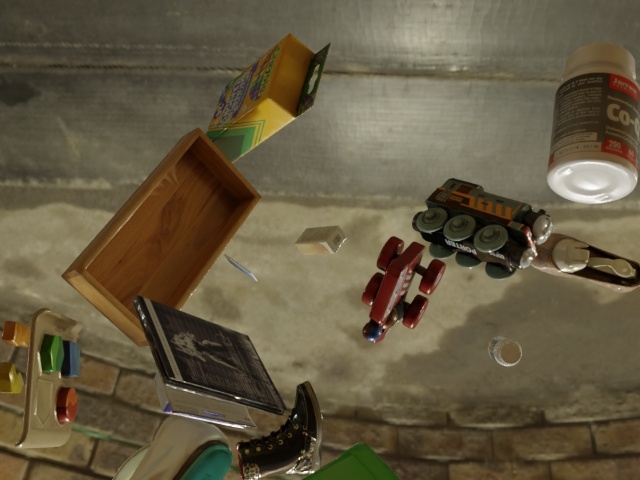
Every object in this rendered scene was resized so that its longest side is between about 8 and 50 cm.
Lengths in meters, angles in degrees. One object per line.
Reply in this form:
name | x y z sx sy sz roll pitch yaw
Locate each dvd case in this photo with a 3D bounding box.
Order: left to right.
dvd case | -0.156 0.166 1.084 0.018 0.164 0.221 -48 135 13

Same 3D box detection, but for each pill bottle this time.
pill bottle | 0.445 0.266 1.833 0.067 0.067 0.120 5 177 3
pill bottle | 0.529 -0.229 1.469 0.161 0.283 0.161 11 155 5

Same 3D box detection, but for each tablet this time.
tablet | -0.178 0.061 1.712 0.083 0.006 0.054 32 167 23

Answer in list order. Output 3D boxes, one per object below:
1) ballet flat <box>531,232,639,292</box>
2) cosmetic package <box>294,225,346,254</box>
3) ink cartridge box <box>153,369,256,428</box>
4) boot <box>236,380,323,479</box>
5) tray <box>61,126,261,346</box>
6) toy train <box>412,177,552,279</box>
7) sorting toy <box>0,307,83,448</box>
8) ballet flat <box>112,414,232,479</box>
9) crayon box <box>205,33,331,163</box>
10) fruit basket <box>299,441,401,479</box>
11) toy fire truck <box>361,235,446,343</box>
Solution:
ballet flat | 0.648 0.047 1.852 0.316 0.108 0.106 14 172 -9
cosmetic package | 0.000 0.000 1.829 0.115 0.060 0.041 -2 131 49
ink cartridge box | -0.288 0.403 1.885 0.223 0.224 0.045 18 101 -24
boot | -0.089 0.420 1.638 0.178 0.085 0.236 -8 117 -15
tray | -0.298 -0.014 1.509 0.076 0.411 0.203 -18 122 47
toy train | 0.371 -0.035 1.775 0.334 0.190 0.142 22 152 47
sorting toy | -0.464 0.234 1.292 0.041 0.229 0.307 3 166 1
ballet flat | -0.287 0.423 1.099 0.139 0.400 0.139 36 167 10
crayon box | -0.127 -0.318 1.696 0.083 0.203 0.323 34 141 -27
fruit basket | 0.131 0.524 1.176 0.392 0.392 0.283 18 108 -11
toy fire truck | 0.189 0.147 2.031 0.169 0.254 0.302 30 122 16
